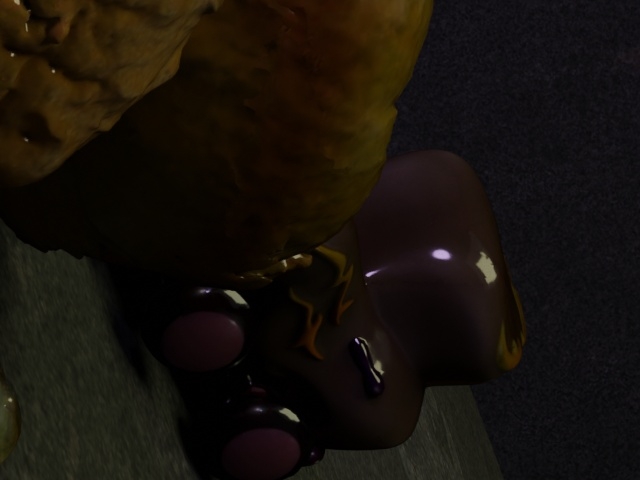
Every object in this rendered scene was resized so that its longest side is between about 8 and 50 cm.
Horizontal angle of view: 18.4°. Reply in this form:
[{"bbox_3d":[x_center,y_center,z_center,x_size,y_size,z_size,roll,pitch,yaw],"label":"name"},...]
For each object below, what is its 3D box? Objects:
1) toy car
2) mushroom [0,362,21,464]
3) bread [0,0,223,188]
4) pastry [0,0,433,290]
[{"bbox_3d":[0.000,0.000,1.378,0.271,0.240,0.340,-101,171,-47],"label":"toy car"},{"bbox_3d":[-0.172,0.109,0.673,0.312,0.081,0.100,-78,145,-64],"label":"mushroom"},{"bbox_3d":[-0.155,-0.093,0.804,0.139,0.229,0.143,97,-25,-52],"label":"bread"},{"bbox_3d":[-0.084,-0.148,0.984,0.164,0.356,0.356,-7,75,-38],"label":"pastry"}]
